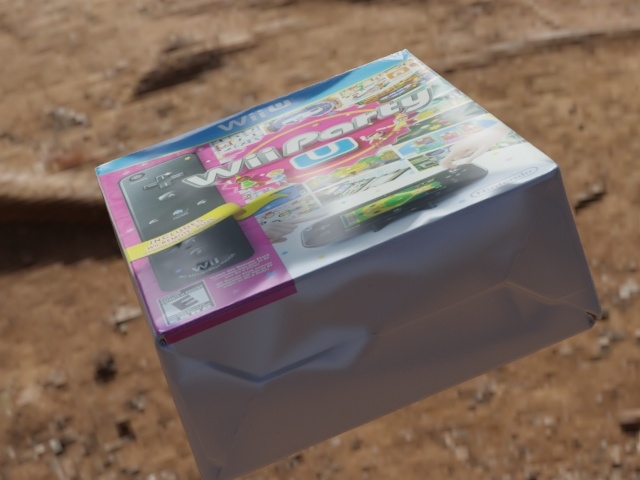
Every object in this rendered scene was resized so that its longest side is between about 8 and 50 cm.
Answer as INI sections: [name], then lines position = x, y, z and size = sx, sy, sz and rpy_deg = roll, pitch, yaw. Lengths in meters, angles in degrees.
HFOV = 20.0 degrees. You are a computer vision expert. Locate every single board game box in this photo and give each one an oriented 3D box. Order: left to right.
[board game box]
position = 0.000, 0.000, 1.041
size = 0.224, 0.098, 0.303
rpy_deg = -22, 20, -6
